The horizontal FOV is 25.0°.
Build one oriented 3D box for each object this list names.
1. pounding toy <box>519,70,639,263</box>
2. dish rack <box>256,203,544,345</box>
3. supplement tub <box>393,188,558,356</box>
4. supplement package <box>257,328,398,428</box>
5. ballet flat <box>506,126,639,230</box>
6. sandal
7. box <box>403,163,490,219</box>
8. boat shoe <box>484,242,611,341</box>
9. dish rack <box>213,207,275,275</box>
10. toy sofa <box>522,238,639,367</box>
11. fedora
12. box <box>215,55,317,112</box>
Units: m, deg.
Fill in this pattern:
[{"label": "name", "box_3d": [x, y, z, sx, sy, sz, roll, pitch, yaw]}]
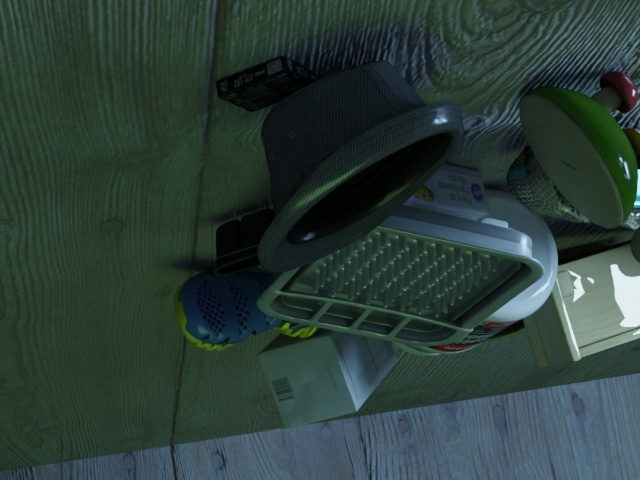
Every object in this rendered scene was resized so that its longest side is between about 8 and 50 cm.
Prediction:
[{"label": "pounding toy", "box_3d": [0.338, -0.100, 1.631, 0.110, 0.237, 0.183, -35, 150, -9]}, {"label": "dish rack", "box_3d": [0.095, 0.034, 1.804, 0.285, 0.072, 0.333, 13, 155, -16]}, {"label": "supplement tub", "box_3d": [0.200, 0.054, 2.071, 0.191, 0.191, 0.272, -4, 163, -22]}, {"label": "supplement package", "box_3d": [0.017, 0.194, 2.394, 0.134, 0.139, 0.244, -17, -172, 22]}, {"label": "ballet flat", "box_3d": [0.459, -0.075, 1.895, 0.483, 0.164, 0.182, 4, 176, -23]}, {"label": "sandal", "box_3d": [-0.079, 0.084, 2.156, 0.317, 0.126, 0.138, -8, 167, -46]}, {"label": "box", "box_3d": [0.089, -0.069, 1.800, 0.063, 0.067, 0.324, -23, 159, 38]}, {"label": "boat shoe", "box_3d": [0.360, 0.102, 2.474, 0.341, 0.121, 0.110, -16, 163, 16]}, {"label": "dish rack", "box_3d": [0.000, 0.000, 1.973, 0.208, 0.074, 0.271, -17, 163, 26]}, {"label": "toy sofa", "box_3d": [0.484, 0.079, 2.269, 0.362, 0.150, 0.177, -16, 177, -19]}, {"label": "fedora", "box_3d": [0.019, -0.092, 1.500, 0.244, 0.124, 0.275, -24, 165, -30]}, {"label": "box", "box_3d": [-0.054, -0.158, 1.473, 0.083, 0.018, 0.067, -18, 163, 26]}]
